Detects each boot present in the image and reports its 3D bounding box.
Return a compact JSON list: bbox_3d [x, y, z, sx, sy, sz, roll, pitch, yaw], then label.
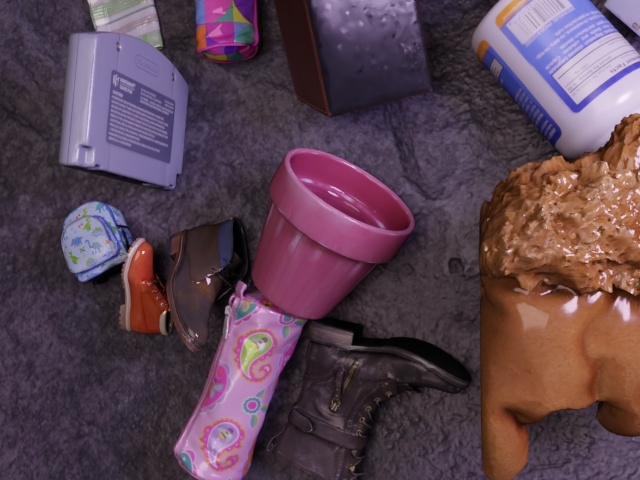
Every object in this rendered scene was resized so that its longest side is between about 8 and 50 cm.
[{"bbox_3d":[0.065,0.243,1.238,0.263,0.091,0.229,15,97,23],"label":"boot"},{"bbox_3d":[-0.257,0.072,1.351,0.085,0.059,0.158,12,114,15],"label":"boot"},{"bbox_3d":[-0.159,0.054,1.281,0.106,0.082,0.219,-23,49,14],"label":"boot"}]

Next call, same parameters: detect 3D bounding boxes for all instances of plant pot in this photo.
[{"bbox_3d":[0.000,0.000,1.220,0.201,0.201,0.180,39,115,17],"label":"plant pot"}]

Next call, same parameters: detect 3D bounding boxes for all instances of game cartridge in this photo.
[{"bbox_3d":[-0.271,-0.183,1.256,0.062,0.297,0.198,0,86,15],"label":"game cartridge"}]

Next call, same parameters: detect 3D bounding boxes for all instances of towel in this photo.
[{"bbox_3d":[-0.318,-0.363,1.426,0.113,0.023,0.152,-18,81,18],"label":"towel"}]

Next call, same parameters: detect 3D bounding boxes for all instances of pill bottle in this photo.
[{"bbox_3d":[0.332,-0.200,1.130,0.152,0.152,0.272,-40,76,12],"label":"pill bottle"}]

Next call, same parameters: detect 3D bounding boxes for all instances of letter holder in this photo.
[{"bbox_3d":[0.023,-0.345,1.216,0.152,0.214,0.302,-16,109,-11],"label":"letter holder"}]

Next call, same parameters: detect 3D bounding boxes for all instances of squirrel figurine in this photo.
[{"bbox_3d":[0.367,0.059,0.995,0.370,0.281,0.397,0,126,11],"label":"squirrel figurine"}]

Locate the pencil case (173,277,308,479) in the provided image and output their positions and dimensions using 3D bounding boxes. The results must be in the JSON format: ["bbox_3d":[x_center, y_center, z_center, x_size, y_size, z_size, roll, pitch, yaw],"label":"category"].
[{"bbox_3d":[-0.116,0.202,1.271,0.124,0.124,0.284,23,97,18],"label":"pencil case"}]

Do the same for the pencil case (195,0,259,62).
[{"bbox_3d":[-0.140,-0.389,1.330,0.104,0.104,0.236,-2,87,19],"label":"pencil case"}]

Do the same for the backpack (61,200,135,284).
[{"bbox_3d":[-0.350,-0.002,1.384,0.105,0.084,0.114,-26,75,12],"label":"backpack"}]

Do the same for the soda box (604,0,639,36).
[{"bbox_3d":[0.439,-0.354,1.078,0.069,0.216,0.074,-33,71,-31],"label":"soda box"}]
